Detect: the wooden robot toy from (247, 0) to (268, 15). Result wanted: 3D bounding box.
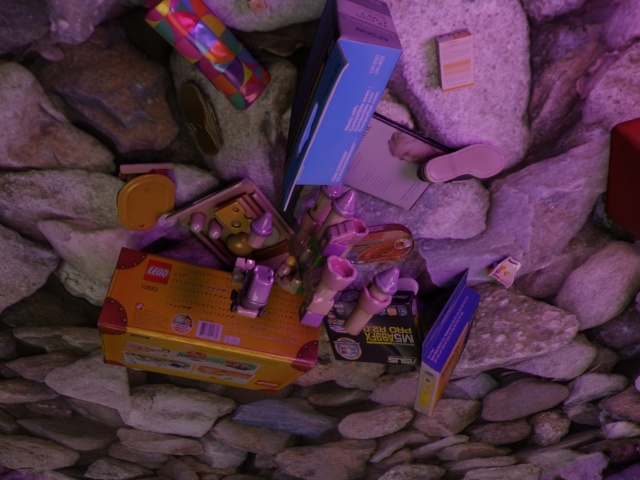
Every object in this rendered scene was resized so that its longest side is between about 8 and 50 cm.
[{"bbox_3d":[-0.113,-0.459,0.746,0.079,0.076,0.173,-24,130,5],"label":"wooden robot toy"}]

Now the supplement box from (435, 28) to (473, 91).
[{"bbox_3d":[0.254,-0.340,0.884,0.062,0.036,0.099,-10,132,8],"label":"supplement box"}]

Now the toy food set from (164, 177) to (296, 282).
[{"bbox_3d":[-0.195,0.003,1.146,0.219,0.093,0.306,-23,130,19],"label":"toy food set"}]

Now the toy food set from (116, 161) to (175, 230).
[{"bbox_3d":[-0.400,-0.117,1.053,0.128,0.071,0.218,-16,148,-33],"label":"toy food set"}]

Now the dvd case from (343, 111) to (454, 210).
[{"bbox_3d":[0.144,-0.176,1.040,0.252,0.022,0.180,20,129,-18],"label":"dvd case"}]

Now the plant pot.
[{"bbox_3d":[0.798,-0.111,0.975,0.267,0.236,0.267,-16,131,12],"label":"plant pot"}]

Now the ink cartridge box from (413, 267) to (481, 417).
[{"bbox_3d":[0.357,0.284,1.293,0.072,0.303,0.307,24,139,24],"label":"ink cartridge box"}]

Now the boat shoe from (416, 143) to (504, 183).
[{"bbox_3d":[0.305,-0.164,1.023,0.205,0.065,0.075,-13,94,-18],"label":"boat shoe"}]

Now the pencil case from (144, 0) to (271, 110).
[{"bbox_3d":[-0.196,-0.343,0.831,0.104,0.105,0.236,-32,124,25],"label":"pencil case"}]

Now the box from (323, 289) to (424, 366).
[{"bbox_3d":[0.145,0.243,1.304,0.269,0.060,0.217,-2,118,27],"label":"box"}]

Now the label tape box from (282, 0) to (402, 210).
[{"bbox_3d":[0.029,-0.232,0.765,0.115,0.348,0.249,14,131,-14],"label":"label tape box"}]

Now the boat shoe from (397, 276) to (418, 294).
[{"bbox_3d":[0.200,0.167,1.326,0.070,0.078,0.219,-17,160,-49],"label":"boat shoe"}]

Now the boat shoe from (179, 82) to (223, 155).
[{"bbox_3d":[-0.239,-0.250,0.953,0.056,0.048,0.153,-6,127,20],"label":"boat shoe"}]

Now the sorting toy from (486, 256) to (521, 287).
[{"bbox_3d":[0.503,0.078,1.272,0.083,0.045,0.075,31,117,-26],"label":"sorting toy"}]

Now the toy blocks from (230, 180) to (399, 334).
[{"bbox_3d":[0.000,0.000,0.971,0.308,0.289,0.260,15,127,-23],"label":"toy blocks"}]

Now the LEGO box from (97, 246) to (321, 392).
[{"bbox_3d":[-0.288,0.234,1.220,0.499,0.193,0.372,15,149,-15],"label":"LEGO box"}]

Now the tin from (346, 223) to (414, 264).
[{"bbox_3d":[0.144,0.009,1.200,0.189,0.040,0.106,-7,136,5],"label":"tin"}]
